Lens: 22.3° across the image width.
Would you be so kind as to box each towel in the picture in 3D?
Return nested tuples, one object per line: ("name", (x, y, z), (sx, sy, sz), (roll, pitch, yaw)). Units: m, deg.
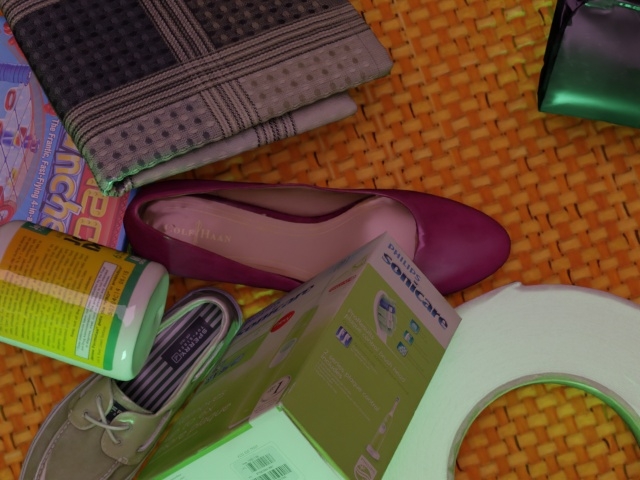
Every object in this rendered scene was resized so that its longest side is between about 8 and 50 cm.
("towel", (-0.130, -0.210, 1.614), (0.324, 0.056, 0.312), (-23, 60, -17))

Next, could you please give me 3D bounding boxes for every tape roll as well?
("tape roll", (0.227, 0.234, 1.599), (0.392, 0.072, 0.392), (0, 83, 3))

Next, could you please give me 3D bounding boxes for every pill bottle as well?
("pill bottle", (-0.258, 0.048, 1.534), (0.208, 0.117, 0.117), (17, 84, 5))

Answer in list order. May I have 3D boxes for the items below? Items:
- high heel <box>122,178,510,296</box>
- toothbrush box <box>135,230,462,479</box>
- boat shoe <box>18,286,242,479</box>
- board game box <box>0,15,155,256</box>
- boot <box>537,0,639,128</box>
("high heel", (0.000, 0.000, 1.583), (0.377, 0.181, 0.127), (-2, 83, 2))
("toothbrush box", (-0.018, 0.147, 1.476), (0.206, 0.283, 0.122), (-33, 103, 36))
("boat shoe", (-0.197, 0.161, 1.615), (0.109, 0.094, 0.302), (39, 86, 7))
("board game box", (-0.326, -0.070, 1.655), (0.302, 0.086, 0.308), (12, 83, 4))
("boot", (0.422, -0.097, 1.558), (0.445, 0.146, 0.367), (16, 78, -7))
